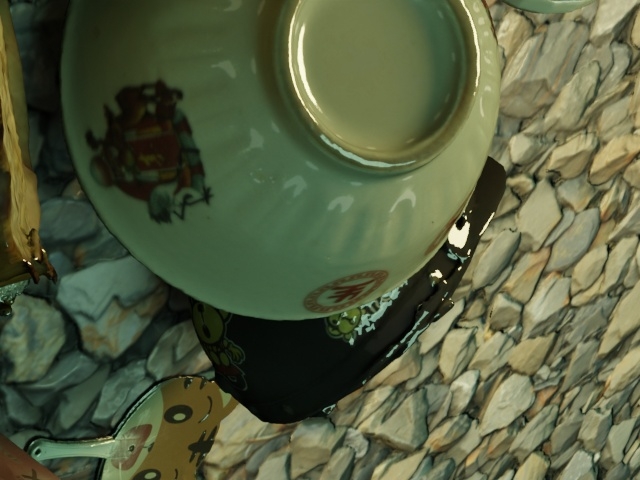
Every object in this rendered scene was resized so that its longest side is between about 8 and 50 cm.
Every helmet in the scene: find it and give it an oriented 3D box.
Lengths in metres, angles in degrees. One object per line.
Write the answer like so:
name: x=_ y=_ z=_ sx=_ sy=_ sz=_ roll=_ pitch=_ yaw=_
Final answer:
helmet: x=0.000 y=0.000 z=1.372 sx=0.160 sy=0.230 sz=0.279 roll=40 pitch=84 yaw=-18

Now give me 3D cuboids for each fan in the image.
fan: x=-0.162 y=0.175 z=1.494 sx=0.227 sy=0.008 sz=0.152 roll=7 pitch=114 yaw=-51

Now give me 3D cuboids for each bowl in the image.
bowl: x=0.008 y=-0.114 z=1.176 sx=0.337 sy=0.157 sz=0.337 roll=1 pitch=87 yaw=-26

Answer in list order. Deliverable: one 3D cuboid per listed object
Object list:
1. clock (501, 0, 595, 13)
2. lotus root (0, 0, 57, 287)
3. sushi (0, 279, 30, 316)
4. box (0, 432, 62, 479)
clock: x=0.224 y=-0.301 z=1.285 sx=0.326 sy=0.342 sz=0.184 roll=30 pitch=59 yaw=-55
lotus root: x=-0.214 y=-0.140 z=0.922 sx=0.111 sy=0.374 sz=0.390 roll=-5 pitch=167 yaw=-6
sushi: x=-0.247 y=0.033 z=1.253 sx=0.083 sy=0.044 sz=0.046 roll=-38 pitch=142 yaw=-23
box: x=-0.246 y=0.212 z=1.313 sx=0.060 sy=0.156 sz=0.111 roll=-5 pitch=124 yaw=-60
